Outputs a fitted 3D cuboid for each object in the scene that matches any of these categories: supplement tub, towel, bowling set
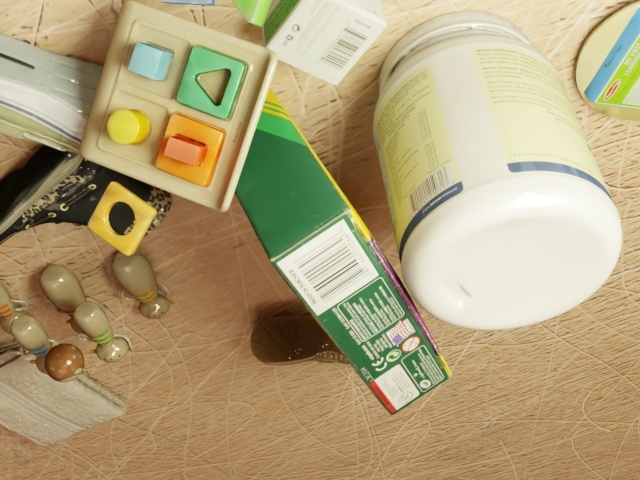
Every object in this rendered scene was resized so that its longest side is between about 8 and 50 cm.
[{"bbox_3d":[0.188,-0.087,1.073,0.236,0.324,0.235,-4,140,-4],"label":"supplement tub"},{"bbox_3d":[-0.487,0.268,1.605,0.187,0.049,0.282,-23,138,19],"label":"towel"},{"bbox_3d":[-0.370,0.144,1.370,0.287,0.199,0.154,-8,142,7],"label":"bowling set"}]

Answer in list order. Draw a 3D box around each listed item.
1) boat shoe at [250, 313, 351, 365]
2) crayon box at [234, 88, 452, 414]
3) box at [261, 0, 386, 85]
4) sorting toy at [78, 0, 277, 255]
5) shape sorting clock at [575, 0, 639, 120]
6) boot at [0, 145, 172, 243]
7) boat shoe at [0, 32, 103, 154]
[{"bbox_3d":[0.029,0.154,1.527,0.285,0.104,0.089,1,177,-3],"label":"boat shoe"},{"bbox_3d":[0.000,0.000,1.150,0.106,0.313,0.363,-33,137,1],"label":"crayon box"},{"bbox_3d":[0.001,-0.249,1.035,0.102,0.087,0.101,20,133,-28],"label":"box"},{"bbox_3d":[-0.161,-0.142,0.989,0.196,0.047,0.347,22,101,14],"label":"sorting toy"},{"bbox_3d":[0.423,-0.227,1.164,0.206,0.040,0.206,-4,144,-3],"label":"shape sorting clock"},{"bbox_3d":[-0.333,-0.034,1.243,0.236,0.085,0.179,-35,136,28],"label":"boot"},{"bbox_3d":[-0.307,-0.156,1.096,0.302,0.109,0.094,24,137,-20],"label":"boat shoe"}]
